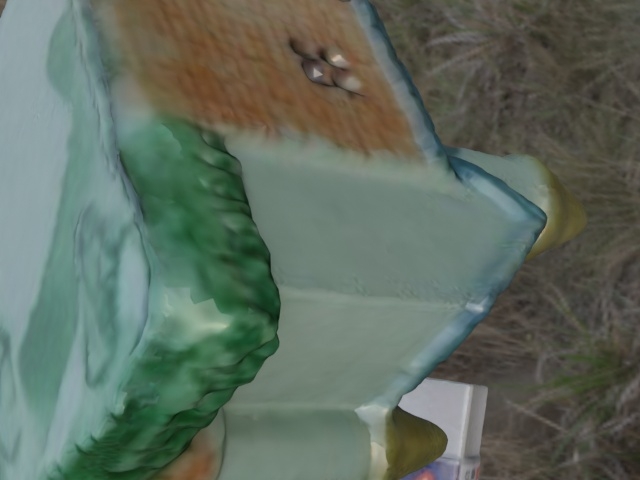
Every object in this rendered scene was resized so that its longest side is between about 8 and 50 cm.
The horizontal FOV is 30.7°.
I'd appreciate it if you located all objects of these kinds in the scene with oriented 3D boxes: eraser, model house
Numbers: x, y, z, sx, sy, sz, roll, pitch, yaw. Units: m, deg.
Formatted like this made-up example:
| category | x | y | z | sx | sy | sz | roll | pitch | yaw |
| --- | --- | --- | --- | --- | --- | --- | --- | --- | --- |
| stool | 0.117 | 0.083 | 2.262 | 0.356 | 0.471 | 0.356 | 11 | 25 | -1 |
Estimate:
| category | x | y | z | sx | sy | sz | roll | pitch | yaw |
| --- | --- | --- | --- | --- | --- | --- | --- | --- | --- |
| eraser | 0.044 | 0.199 | 0.831 | 0.125 | 0.068 | 0.210 | 6 | 86 | 24 |
| model house | 0.000 | 0.000 | 0.615 | 0.194 | 0.325 | 0.267 | -55 | 43 | 38 |
